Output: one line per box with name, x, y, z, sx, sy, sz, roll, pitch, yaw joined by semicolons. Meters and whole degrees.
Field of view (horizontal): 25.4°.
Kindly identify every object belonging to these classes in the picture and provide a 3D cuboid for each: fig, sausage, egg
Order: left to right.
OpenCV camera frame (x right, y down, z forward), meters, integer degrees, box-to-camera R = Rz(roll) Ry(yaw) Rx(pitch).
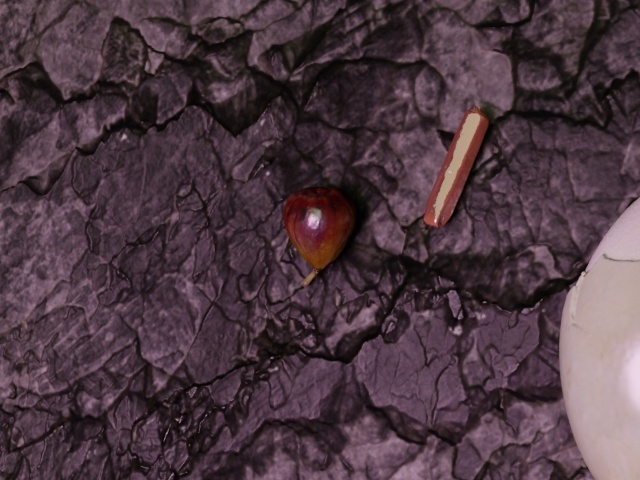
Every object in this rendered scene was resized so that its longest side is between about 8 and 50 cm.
fig;0.000;0.000;1.677;0.089;0.089;0.125;10;114;27
sausage;0.156;-0.084;1.623;0.030;0.035;0.147;28;96;46
egg;0.369;0.096;1.362;0.278;0.278;0.336;-8;77;26
